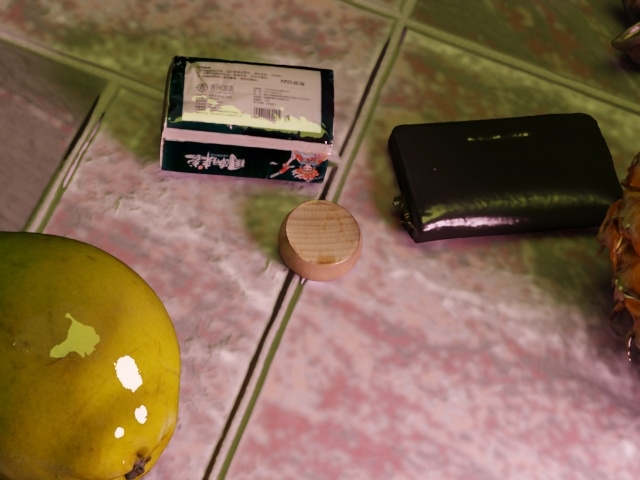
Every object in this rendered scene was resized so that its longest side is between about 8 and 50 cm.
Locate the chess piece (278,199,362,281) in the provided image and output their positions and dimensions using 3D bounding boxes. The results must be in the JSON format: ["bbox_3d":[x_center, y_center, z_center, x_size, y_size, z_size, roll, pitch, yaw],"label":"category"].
[{"bbox_3d":[0.000,0.000,1.363,0.083,0.038,0.084,6,59,-10],"label":"chess piece"}]

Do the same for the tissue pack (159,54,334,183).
[{"bbox_3d":[-0.074,-0.122,1.392,0.170,0.090,0.103,6,59,-9],"label":"tissue pack"}]

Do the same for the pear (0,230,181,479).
[{"bbox_3d":[-0.233,0.099,1.164,0.212,0.212,0.269,-35,64,-26],"label":"pear"}]

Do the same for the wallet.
[{"bbox_3d":[0.189,-0.070,1.438,0.250,0.044,0.149,-4,57,-12],"label":"wallet"}]

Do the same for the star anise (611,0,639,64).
[{"bbox_3d":[0.416,-0.244,1.565,0.197,0.073,0.212,36,57,9],"label":"star anise"}]

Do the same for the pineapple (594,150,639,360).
[{"bbox_3d":[0.432,0.026,1.270,0.352,0.352,0.300,-23,56,-22],"label":"pineapple"}]
